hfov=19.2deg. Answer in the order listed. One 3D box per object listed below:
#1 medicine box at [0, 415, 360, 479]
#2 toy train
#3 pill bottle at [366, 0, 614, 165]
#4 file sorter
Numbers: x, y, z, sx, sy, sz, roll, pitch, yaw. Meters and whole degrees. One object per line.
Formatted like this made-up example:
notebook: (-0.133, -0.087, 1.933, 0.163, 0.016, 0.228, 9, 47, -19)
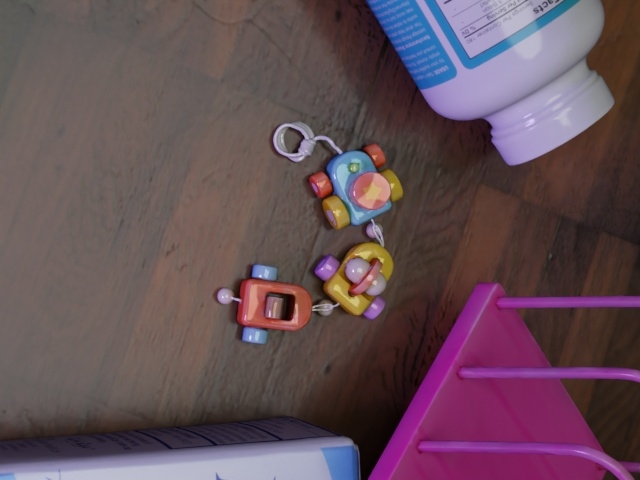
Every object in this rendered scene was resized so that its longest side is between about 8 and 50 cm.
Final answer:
medicine box: (-0.124, 0.266, 1.287, 0.289, 0.149, 0.263, -3, 91, -16)
toy train: (0.000, 0.000, 1.378, 0.125, 0.046, 0.166, 13, 86, -17)
pill bottle: (0.107, -0.188, 1.359, 0.146, 0.146, 0.264, -34, 100, -14)
file sorter: (0.163, 0.200, 1.276, 0.202, 0.182, 0.291, 55, 51, -31)
